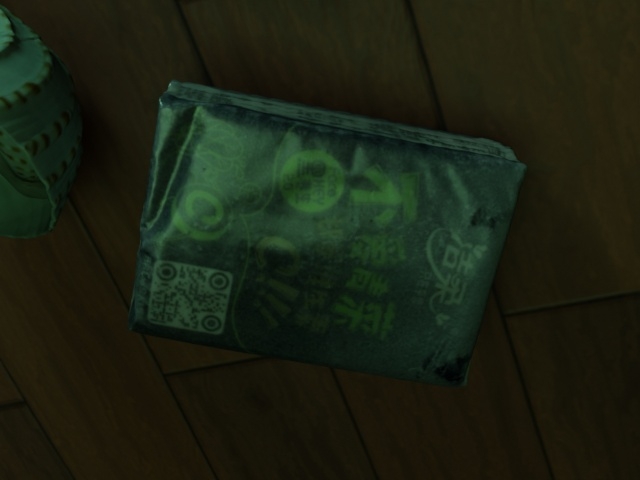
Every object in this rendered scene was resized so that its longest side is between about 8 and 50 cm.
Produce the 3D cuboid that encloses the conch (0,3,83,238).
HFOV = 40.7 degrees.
[{"bbox_3d":[-0.395,-0.152,0.978,0.303,0.215,0.319,25,154,4],"label":"conch"}]

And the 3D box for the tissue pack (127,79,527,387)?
[{"bbox_3d":[0.000,0.000,0.968,0.394,0.124,0.288,10,114,-5],"label":"tissue pack"}]
